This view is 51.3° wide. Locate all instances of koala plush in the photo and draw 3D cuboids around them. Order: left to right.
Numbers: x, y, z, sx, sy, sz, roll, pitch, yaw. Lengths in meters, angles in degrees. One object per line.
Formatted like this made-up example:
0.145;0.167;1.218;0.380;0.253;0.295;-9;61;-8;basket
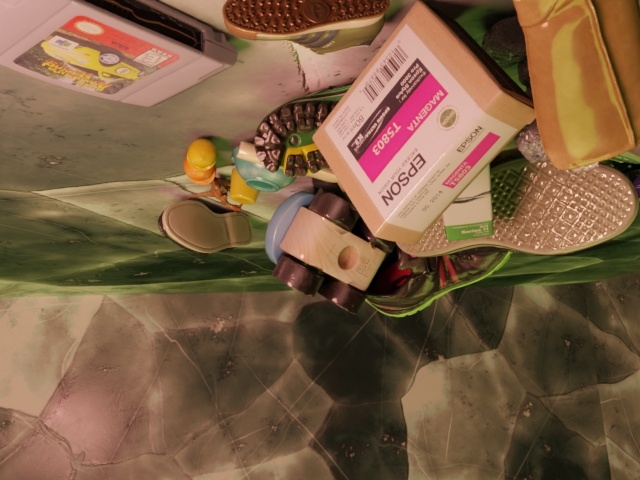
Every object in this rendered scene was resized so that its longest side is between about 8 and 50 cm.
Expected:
0.341;-0.192;0.911;0.203;0.196;0.221;-16;162;9;koala plush

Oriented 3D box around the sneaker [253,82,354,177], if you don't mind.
0.065;-0.198;1.019;0.344;0.134;0.146;-9;-156;-4;sneaker

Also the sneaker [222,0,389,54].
-0.016;-0.252;0.797;0.192;0.064;0.086;-6;163;-3;sneaker

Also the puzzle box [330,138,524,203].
0.238;-0.152;1.365;0.409;0.052;0.272;-6;167;10;puzzle box

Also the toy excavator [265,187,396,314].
0.000;0.000;1.659;0.433;0.222;0.445;28;-178;-40;toy excavator

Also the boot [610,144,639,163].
0.577;-0.178;1.256;0.190;0.069;0.086;17;179;13;boot

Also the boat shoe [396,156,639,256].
0.370;-0.058;1.304;0.156;0.186;0.500;-10;180;-44;boat shoe

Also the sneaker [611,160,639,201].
0.646;-0.159;1.365;0.146;0.102;0.293;4;161;-15;sneaker

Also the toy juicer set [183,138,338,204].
-0.127;-0.152;1.212;0.209;0.089;0.329;21;164;-33;toy juicer set

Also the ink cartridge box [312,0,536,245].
0.119;-0.144;0.834;0.088;0.193;0.234;11;129;-44;ink cartridge box

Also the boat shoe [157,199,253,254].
-0.298;-0.025;1.621;0.113;0.127;0.340;-13;178;25;boat shoe

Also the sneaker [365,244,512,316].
0.286;0.031;1.625;0.483;0.185;0.202;-42;141;24;sneaker

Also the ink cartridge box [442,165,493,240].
0.239;-0.121;1.125;0.087;0.153;0.208;-7;146;12;ink cartridge box

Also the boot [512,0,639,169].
0.311;-0.219;0.664;0.236;0.089;0.269;-18;131;21;boot

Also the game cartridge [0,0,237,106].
-0.274;-0.242;0.814;0.196;0.060;0.294;-9;167;40;game cartridge

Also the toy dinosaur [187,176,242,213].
-0.219;-0.109;1.464;0.112;0.064;0.211;32;164;-10;toy dinosaur
